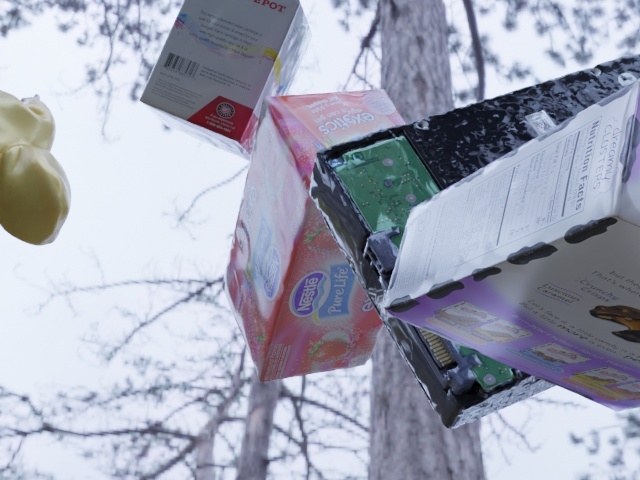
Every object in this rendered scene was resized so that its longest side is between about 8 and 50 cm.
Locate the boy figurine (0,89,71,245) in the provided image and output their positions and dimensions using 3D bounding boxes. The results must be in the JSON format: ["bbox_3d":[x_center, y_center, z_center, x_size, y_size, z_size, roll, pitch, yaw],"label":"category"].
[{"bbox_3d":[-0.344,-0.107,1.046,0.285,0.177,0.092,39,-49,17],"label":"boy figurine"}]

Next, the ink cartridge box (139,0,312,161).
[{"bbox_3d":[-0.104,-0.202,1.183,0.128,0.176,0.127,23,-4,9],"label":"ink cartridge box"}]

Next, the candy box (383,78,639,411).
[{"bbox_3d":[0.154,0.017,0.514,0.165,0.070,0.196,24,-24,-18],"label":"candy box"}]

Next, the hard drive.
[{"bbox_3d":[0.191,-0.015,0.817,0.339,0.236,0.064,-19,-30,-21],"label":"hard drive"}]

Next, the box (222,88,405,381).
[{"bbox_3d":[0.000,0.000,1.114,0.142,0.154,0.299,-8,-41,-24],"label":"box"}]
